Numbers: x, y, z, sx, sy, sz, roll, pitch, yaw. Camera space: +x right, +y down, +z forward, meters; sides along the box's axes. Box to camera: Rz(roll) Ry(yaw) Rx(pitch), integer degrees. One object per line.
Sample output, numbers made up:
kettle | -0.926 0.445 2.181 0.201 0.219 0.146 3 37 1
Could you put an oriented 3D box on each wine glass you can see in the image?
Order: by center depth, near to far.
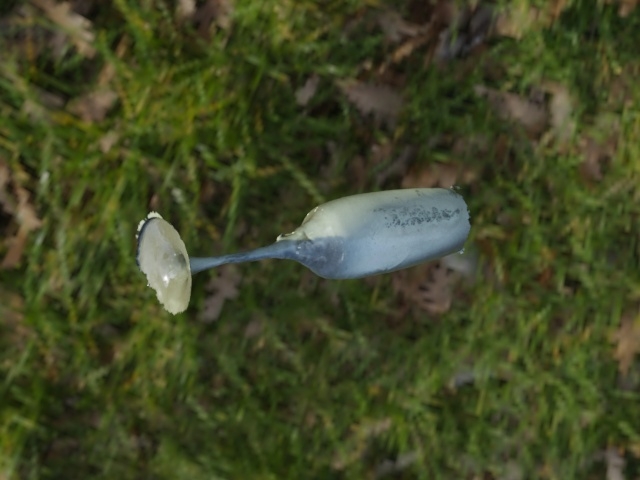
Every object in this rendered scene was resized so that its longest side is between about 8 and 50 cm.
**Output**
wine glass | 0.000 0.000 1.171 0.262 0.074 0.074 -9 151 -34
